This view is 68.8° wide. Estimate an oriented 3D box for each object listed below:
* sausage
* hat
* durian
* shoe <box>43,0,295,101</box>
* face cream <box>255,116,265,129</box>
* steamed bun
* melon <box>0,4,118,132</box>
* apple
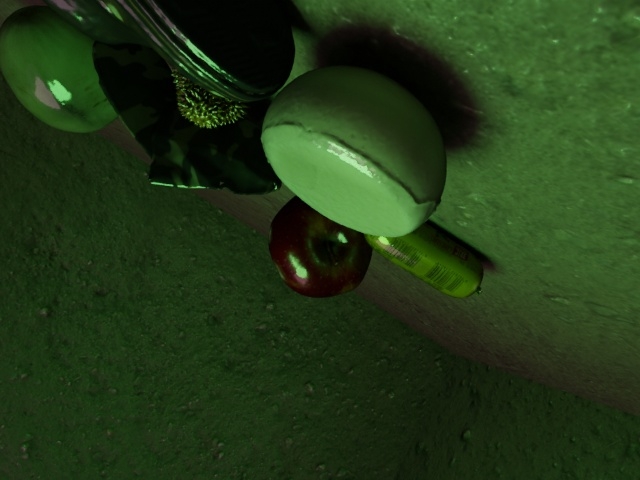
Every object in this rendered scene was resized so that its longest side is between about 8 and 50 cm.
[{"bbox_3d":[0.246,0.027,1.117,0.347,0.123,0.123,32,169,-7],"label":"sausage"},{"bbox_3d":[-0.239,-0.260,0.934,0.258,0.381,0.366,-11,-165,9],"label":"hat"},{"bbox_3d":[-0.177,-0.271,0.793,0.136,0.158,0.168,58,180,-37],"label":"durian"},{"bbox_3d":[-0.225,-0.325,0.620,0.384,0.171,0.237,38,160,-30],"label":"shoe"},{"bbox_3d":[-0.124,-0.239,1.075,0.084,0.057,0.198,35,167,-22],"label":"face cream"},{"bbox_3d":[0.059,-0.141,0.692,0.283,0.177,0.283,28,165,8],"label":"steamed bun"},{"bbox_3d":[-0.603,-0.395,1.113,0.272,0.271,0.308,22,173,39],"label":"melon"},{"bbox_3d":[0.000,0.000,1.238,0.288,0.288,0.317,32,-177,-10],"label":"apple"}]
